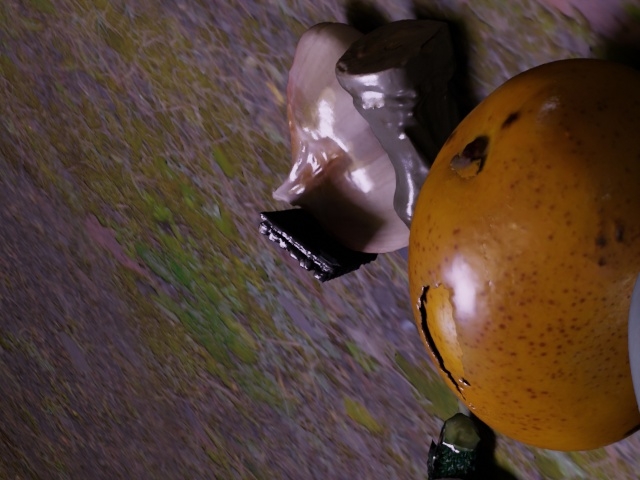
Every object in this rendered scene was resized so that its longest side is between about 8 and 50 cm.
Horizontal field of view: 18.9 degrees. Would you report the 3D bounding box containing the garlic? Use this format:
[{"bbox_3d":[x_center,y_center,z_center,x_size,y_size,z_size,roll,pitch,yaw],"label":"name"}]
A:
[{"bbox_3d":[0.023,-0.078,1.433,0.124,0.099,0.174,3,119,55],"label":"garlic"}]

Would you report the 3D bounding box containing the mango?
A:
[{"bbox_3d":[0.150,0.026,1.185,0.160,0.191,0.290,48,160,44],"label":"mango"}]

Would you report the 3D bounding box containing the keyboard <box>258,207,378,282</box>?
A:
[{"bbox_3d":[0.000,0.001,1.492,0.072,0.023,0.231,35,-173,7],"label":"keyboard"}]

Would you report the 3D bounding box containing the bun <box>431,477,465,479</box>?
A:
[{"bbox_3d":[0.120,0.271,1.599,0.138,0.094,0.138,23,141,20],"label":"bun"}]

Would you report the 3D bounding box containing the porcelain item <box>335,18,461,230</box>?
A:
[{"bbox_3d":[0.082,-0.046,1.364,0.069,0.081,0.215,2,125,40],"label":"porcelain item"}]

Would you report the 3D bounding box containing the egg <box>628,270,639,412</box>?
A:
[{"bbox_3d":[0.266,0.093,1.015,0.264,0.183,0.183,55,157,27],"label":"egg"}]

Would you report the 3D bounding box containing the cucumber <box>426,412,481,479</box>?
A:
[{"bbox_3d":[0.112,0.234,1.680,0.256,0.044,0.043,91,166,-53],"label":"cucumber"}]
